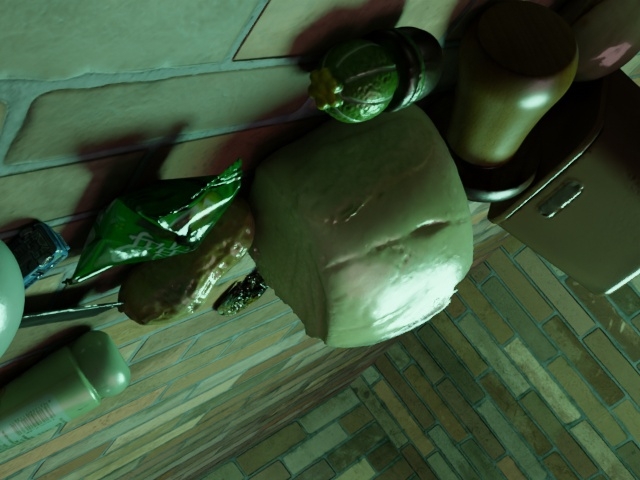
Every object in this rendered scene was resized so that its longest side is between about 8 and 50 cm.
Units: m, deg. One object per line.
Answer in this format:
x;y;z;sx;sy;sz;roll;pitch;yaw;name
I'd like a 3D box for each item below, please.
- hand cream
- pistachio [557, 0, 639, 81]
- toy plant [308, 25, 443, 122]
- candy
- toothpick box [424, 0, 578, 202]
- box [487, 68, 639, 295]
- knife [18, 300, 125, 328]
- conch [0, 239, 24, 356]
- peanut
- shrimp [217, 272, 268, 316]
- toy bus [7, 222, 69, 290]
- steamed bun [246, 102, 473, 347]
-0.395;0.229;1.082;0.306;0.093;0.147;-32;170;-14;hand cream
0.436;-0.332;1.272;0.215;0.144;0.144;-46;165;9;pistachio
0.056;-0.180;0.907;0.162;0.093;0.093;-23;160;-36;toy plant
-0.176;-0.019;0.879;0.141;0.078;0.203;-7;159;-44;candy
0.245;-0.182;1.171;0.192;0.192;0.294;-32;160;-22;toothpick box
0.454;-0.109;1.364;0.239;0.229;0.339;-47;-171;37;box
-0.328;0.091;0.929;0.072;0.019;0.245;-24;169;30;knife
-0.353;0.071;0.689;0.221;0.121;0.185;-37;137;17;conch
-0.161;0.031;1.032;0.214;0.099;0.099;-44;165;5;peanut
-0.122;0.086;1.408;0.091;0.034;0.161;-21;159;-47;shrimp
-0.285;0.021;0.806;0.083;0.038;0.046;-38;170;7;toy bus
0.064;-0.015;1.086;0.290;0.272;0.273;-38;166;-16;steamed bun
